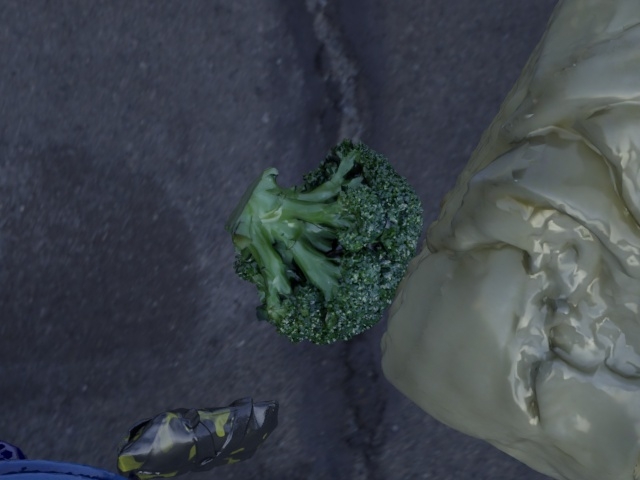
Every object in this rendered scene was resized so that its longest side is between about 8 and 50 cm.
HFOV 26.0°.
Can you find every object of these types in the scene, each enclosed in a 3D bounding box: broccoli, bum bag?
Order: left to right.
[{"bbox_3d":[-0.141,0.230,1.624,0.232,0.107,0.060,-4,43,-47],"label":"bum bag"},{"bbox_3d":[0.000,0.000,1.180,0.156,0.195,0.195,27,64,-12],"label":"broccoli"}]

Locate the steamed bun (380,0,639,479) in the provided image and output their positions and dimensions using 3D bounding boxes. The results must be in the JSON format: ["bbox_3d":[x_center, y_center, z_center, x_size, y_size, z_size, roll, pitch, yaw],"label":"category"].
[{"bbox_3d":[0.173,-0.018,0.636,0.203,0.276,0.289,30,92,6],"label":"steamed bun"}]

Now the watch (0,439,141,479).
[{"bbox_3d":[-0.186,0.204,0.832,0.196,0.200,0.171,-20,111,-38],"label":"watch"}]
